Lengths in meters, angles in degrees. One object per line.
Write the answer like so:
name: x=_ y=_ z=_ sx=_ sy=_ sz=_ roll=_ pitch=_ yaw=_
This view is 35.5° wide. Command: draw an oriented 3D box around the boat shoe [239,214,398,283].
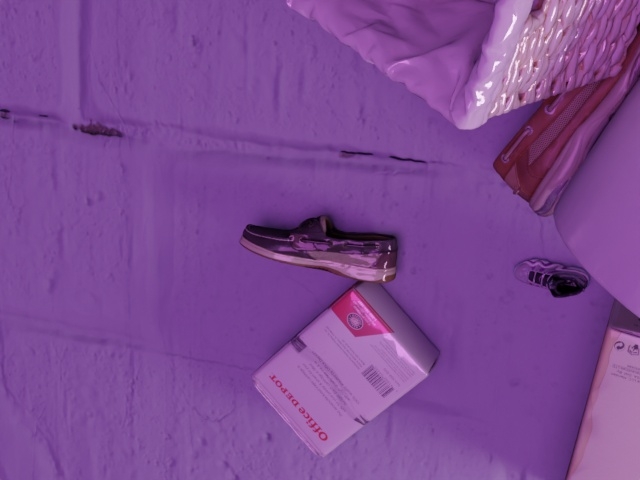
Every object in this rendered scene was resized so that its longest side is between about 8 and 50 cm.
boat shoe: x=0.000 y=0.000 z=1.380 sx=0.223 sy=0.080 sz=0.073 roll=13 pitch=104 yaw=11

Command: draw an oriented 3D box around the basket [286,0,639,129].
basket: x=0.168 y=-0.348 z=1.030 sx=0.331 sy=0.266 sz=0.328 roll=43 pitch=134 yaw=32

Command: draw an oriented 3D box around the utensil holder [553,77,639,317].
utensil holder: x=0.475 y=-0.100 z=1.041 sx=0.327 sy=0.327 sz=0.385 roll=35 pitch=117 yaw=8

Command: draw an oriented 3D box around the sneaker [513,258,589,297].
sneaker: x=0.294 y=0.051 z=1.284 sx=0.098 sy=0.069 sz=0.038 roll=4 pitch=106 yaw=20

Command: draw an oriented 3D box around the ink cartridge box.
ink cartridge box: x=0.034 y=0.177 z=1.406 sx=0.218 sy=0.092 sz=0.158 roll=-42 pitch=88 yaw=23

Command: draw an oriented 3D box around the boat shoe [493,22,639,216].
boat shoe: x=0.313 y=-0.184 z=1.185 sx=0.116 sy=0.123 sz=0.324 roll=37 pitch=111 yaw=17

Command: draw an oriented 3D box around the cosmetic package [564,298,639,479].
cosmetic package: x=0.384 y=0.237 z=1.256 sx=0.113 sy=0.160 sz=0.309 roll=16 pitch=109 yaw=17
